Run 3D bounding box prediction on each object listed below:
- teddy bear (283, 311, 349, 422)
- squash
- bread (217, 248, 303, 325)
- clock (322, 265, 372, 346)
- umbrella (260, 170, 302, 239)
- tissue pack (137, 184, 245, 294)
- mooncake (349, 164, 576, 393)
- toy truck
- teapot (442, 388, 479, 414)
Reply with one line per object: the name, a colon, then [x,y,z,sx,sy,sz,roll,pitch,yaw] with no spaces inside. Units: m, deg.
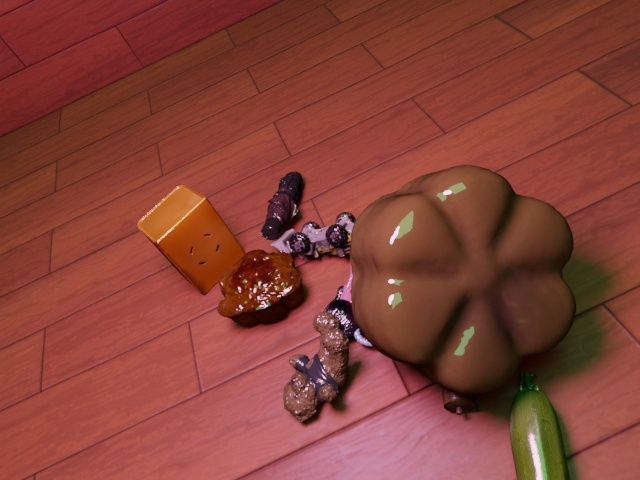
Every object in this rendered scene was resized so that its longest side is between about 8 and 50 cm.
teddy bear: [0.005,0.315,1.167,0.252,0.129,0.182,-58,22,3]
squash: [0.424,0.433,0.927,0.101,0.101,0.379,-4,51,18]
bread: [-0.167,0.126,1.374,0.246,0.135,0.232,-18,49,8]
clock: [0.112,0.176,1.253,0.193,0.100,0.196,25,74,35]
umbrella: [-0.123,-0.118,1.549,0.090,0.094,0.326,-30,25,33]
tissue pack: [-0.387,-0.003,1.469,0.194,0.275,0.145,-45,51,-17]
mooncake: [0.290,0.073,1.028,0.466,0.467,0.262,-37,6,-10]
toy truck: [0.000,0.000,1.425,0.285,0.111,0.136,-11,18,24]
teapot: [0.318,0.333,1.048,0.084,0.110,0.080,15,48,-11]
